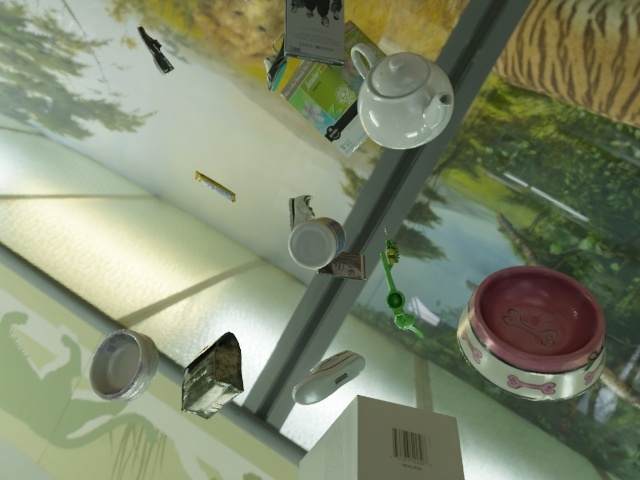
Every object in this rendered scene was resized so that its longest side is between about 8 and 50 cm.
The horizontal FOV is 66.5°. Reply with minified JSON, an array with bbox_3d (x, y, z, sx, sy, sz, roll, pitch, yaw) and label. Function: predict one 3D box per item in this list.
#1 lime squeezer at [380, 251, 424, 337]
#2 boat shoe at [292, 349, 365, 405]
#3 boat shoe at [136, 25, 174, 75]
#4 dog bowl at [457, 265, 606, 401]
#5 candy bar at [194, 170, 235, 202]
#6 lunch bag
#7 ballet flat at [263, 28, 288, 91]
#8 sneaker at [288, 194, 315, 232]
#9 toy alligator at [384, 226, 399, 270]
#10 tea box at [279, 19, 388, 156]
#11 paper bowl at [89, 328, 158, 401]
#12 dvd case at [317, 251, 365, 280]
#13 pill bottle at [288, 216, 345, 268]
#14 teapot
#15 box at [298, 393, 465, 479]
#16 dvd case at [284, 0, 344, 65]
[{"bbox_3d":[0.240,0.185,1.426,0.110,0.059,0.310,-45,-67,-45],"label":"lime squeezer"},{"bbox_3d":[0.014,0.404,1.457,0.258,0.095,0.084,-15,-156,-34],"label":"boat shoe"},{"bbox_3d":[-0.406,-0.471,1.203,0.125,0.038,0.046,62,180,-10],"label":"boat shoe"},{"bbox_3d":[0.607,0.239,1.397,0.408,0.408,0.150,36,150,38],"label":"dog bowl"},{"bbox_3d":[-0.327,-0.167,1.527,0.161,0.040,0.018,32,-132,11],"label":"candy bar"},{"bbox_3d":[-0.444,0.532,1.995,0.169,0.235,0.287,34,-155,-33],"label":"lunch bag"},{"bbox_3d":[-0.163,-0.736,1.959,0.096,0.280,0.095,37,-145,-3],"label":"ballet flat"},{"bbox_3d":[-0.066,-0.071,1.927,0.094,0.235,0.090,-11,162,10],"label":"sneaker"},{"bbox_3d":[0.297,0.032,2.009,0.051,0.190,0.056,-6,-167,1],"label":"toy alligator"},{"bbox_3d":[0.096,-0.531,1.696,0.323,0.220,0.329,41,-134,-7],"label":"tea box"},{"bbox_3d":[-0.791,0.518,2.007,0.284,0.284,0.148,35,175,33],"label":"paper bowl"},{"bbox_3d":[0.099,0.110,2.268,0.221,0.018,0.164,9,-140,-4],"label":"dvd case"},{"bbox_3d":[0.000,0.000,1.619,0.153,0.153,0.264,31,-167,8],"label":"pill bottle"},{"bbox_3d":[0.192,-0.362,1.174,0.256,0.252,0.187,-2,150,20],"label":"teapot"},{"bbox_3d":[0.103,0.482,0.979,0.215,0.345,0.168,16,-137,-11],"label":"box"},{"bbox_3d":[-0.016,-0.634,1.415,0.179,0.239,0.029,3,171,-19],"label":"dvd case"}]
